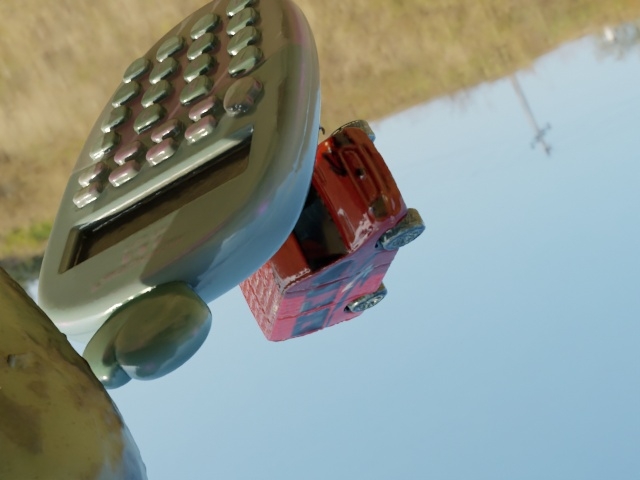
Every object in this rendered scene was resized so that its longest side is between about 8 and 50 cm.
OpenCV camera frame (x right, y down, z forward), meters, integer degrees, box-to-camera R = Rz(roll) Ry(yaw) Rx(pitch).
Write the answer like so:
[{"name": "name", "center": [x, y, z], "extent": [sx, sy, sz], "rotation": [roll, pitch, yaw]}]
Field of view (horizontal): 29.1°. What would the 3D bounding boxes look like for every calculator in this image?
[{"name": "calculator", "center": [-0.077, -0.036, 0.687], "extent": [0.185, 0.041, 0.299], "rotation": [-27, -142, 26]}]

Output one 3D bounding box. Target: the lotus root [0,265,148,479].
[{"name": "lotus root", "center": [-0.185, 0.078, 0.511], "extent": [0.173, 0.173, 0.309], "rotation": [-32, -126, -29]}]

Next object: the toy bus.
[{"name": "toy bus", "center": [0.000, 0.000, 0.821], "extent": [0.089, 0.081, 0.195], "rotation": [-23, 163, -17]}]
